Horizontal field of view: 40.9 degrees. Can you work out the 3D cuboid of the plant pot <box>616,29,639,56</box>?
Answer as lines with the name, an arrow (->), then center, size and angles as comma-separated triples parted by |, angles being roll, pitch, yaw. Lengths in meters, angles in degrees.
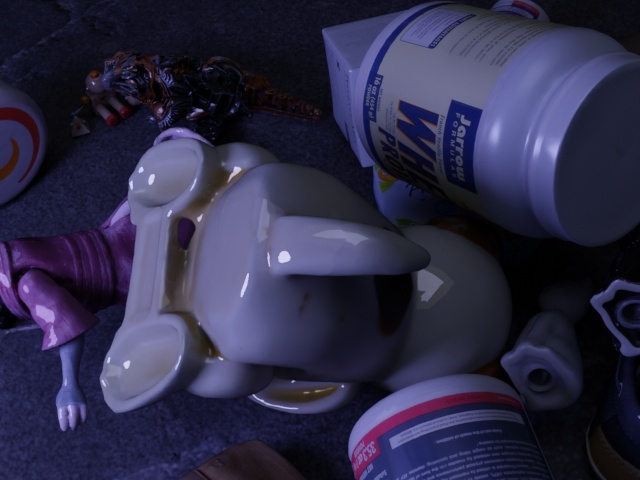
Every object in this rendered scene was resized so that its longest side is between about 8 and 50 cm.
plant pot -> 0.399, -0.161, 1.145 | 0.229, 0.263, 0.263 | -9, 49, 20

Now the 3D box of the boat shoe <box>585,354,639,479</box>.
boat shoe -> 0.472, 0.085, 0.980 | 0.187, 0.156, 0.500 | 31, 59, 28

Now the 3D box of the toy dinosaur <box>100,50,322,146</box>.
toy dinosaur -> -0.167, -0.225, 1.296 | 0.322, 0.164, 0.218 | -9, 36, 6

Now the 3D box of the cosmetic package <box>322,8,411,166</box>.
cosmetic package -> 0.101, -0.223, 1.232 | 0.151, 0.151, 0.183 | -13, 32, -5

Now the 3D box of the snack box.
snack box -> 0.188, -0.040, 1.158 | 0.207, 0.070, 0.174 | -9, 50, -3

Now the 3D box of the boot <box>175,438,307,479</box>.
boot -> -0.016, 0.318, 0.879 | 0.115, 0.112, 0.305 | -31, 52, -31

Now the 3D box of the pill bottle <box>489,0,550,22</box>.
pill bottle -> 0.271, -0.277, 1.314 | 0.108, 0.108, 0.193 | 22, 57, 21

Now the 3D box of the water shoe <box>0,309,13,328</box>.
water shoe -> -0.432, 0.080, 1.134 | 0.203, 0.073, 0.080 | -29, 97, -34

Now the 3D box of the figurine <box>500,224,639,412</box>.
figurine -> 0.309, 0.071, 0.958 | 0.092, 0.215, 0.209 | 44, 37, -2

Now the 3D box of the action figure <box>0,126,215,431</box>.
action figure -> -0.267, 0.034, 1.006 | 0.370, 0.275, 0.248 | -10, 27, -38

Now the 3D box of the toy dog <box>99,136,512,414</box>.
toy dog -> 0.031, 0.042, 0.926 | 0.408, 0.395, 0.284 | 16, 61, -37

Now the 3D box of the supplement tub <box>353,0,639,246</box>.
supplement tub -> 0.217, -0.140, 0.992 | 0.235, 0.235, 0.325 | -33, 36, -19

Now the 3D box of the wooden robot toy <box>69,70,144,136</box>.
wooden robot toy -> -0.336, -0.238, 1.359 | 0.173, 0.079, 0.076 | -40, 58, -23

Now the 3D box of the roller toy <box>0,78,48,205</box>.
roller toy -> -0.510, -0.149, 1.238 | 0.146, 0.209, 0.191 | 30, 25, 25

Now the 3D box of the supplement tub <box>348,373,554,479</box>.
supplement tub -> 0.145, 0.286, 0.827 | 0.191, 0.191, 0.272 | -12, 51, -4
